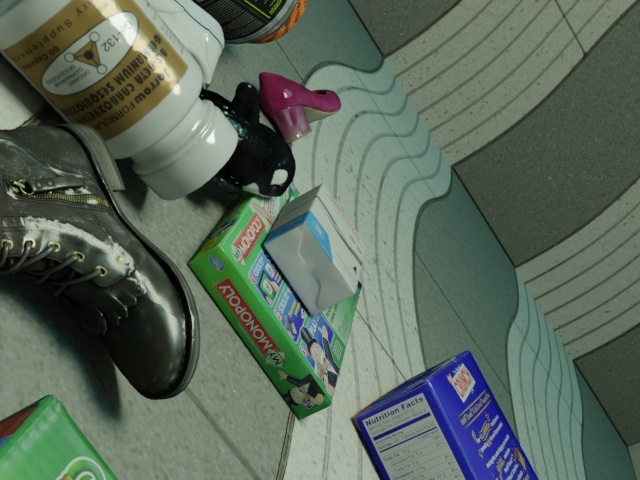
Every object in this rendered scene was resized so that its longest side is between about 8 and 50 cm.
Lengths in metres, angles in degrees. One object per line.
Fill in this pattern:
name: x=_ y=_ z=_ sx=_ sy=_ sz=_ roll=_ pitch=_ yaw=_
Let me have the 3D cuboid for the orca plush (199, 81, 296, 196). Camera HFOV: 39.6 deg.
orca plush: x=-0.119 y=-0.155 z=0.990 sx=0.287 sy=0.102 sz=0.151 roll=40 pitch=22 yaw=-22

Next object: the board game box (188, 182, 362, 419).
board game box: x=-0.039 y=0.043 z=1.069 sx=0.213 sy=0.046 sz=0.317 roll=55 pitch=19 yaw=-12

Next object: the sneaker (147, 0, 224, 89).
sneaker: x=-0.203 y=-0.252 z=1.007 sx=0.258 sy=0.094 sz=0.091 roll=26 pitch=58 yaw=-46

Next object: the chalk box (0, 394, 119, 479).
chalk box: x=-0.150 y=0.193 z=0.323 sx=0.289 sy=0.180 sz=0.179 roll=58 pitch=18 yaw=-12

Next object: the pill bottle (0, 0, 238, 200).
pill bottle: x=-0.185 y=-0.151 z=0.829 sx=0.229 sy=0.131 sz=0.131 roll=50 pitch=21 yaw=-30

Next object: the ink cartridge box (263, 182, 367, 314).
ink cartridge box: x=0.000 y=0.000 z=1.064 sx=0.104 sy=0.060 sz=0.180 roll=55 pitch=19 yaw=-14

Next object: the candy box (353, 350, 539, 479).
candy box: x=0.195 y=0.320 z=1.154 sx=0.317 sy=0.122 sz=0.268 roll=64 pitch=19 yaw=9

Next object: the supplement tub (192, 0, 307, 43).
supplement tub: x=-0.145 y=-0.380 z=1.188 sx=0.193 sy=0.194 sz=0.316 roll=66 pitch=18 yaw=15

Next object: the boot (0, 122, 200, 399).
boot: x=-0.213 y=0.011 z=0.614 sx=0.263 sy=0.091 sz=0.229 roll=60 pitch=23 yaw=11

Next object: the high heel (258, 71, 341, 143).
high heel: x=-0.036 y=-0.244 z=1.462 sx=0.117 sy=0.082 sz=0.244 roll=66 pitch=29 yaw=-14
